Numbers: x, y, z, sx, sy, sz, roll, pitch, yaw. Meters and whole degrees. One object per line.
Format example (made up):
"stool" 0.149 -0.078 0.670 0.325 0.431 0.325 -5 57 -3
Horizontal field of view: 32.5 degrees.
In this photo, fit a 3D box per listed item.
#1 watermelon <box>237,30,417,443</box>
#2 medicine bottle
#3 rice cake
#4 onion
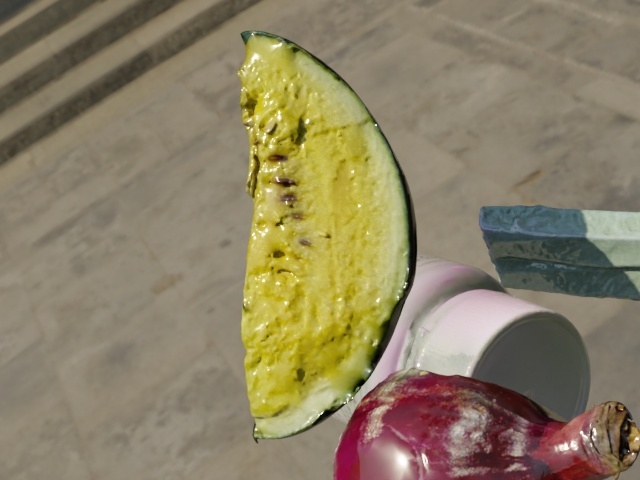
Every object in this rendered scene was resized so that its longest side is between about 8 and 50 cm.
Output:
"watermelon" 0.000 0.000 0.809 0.129 0.301 0.123 0 4 -13
"medicine bottle" 0.144 0.145 1.315 0.241 0.241 0.302 -41 30 -20
"rice cake" 0.246 0.012 0.910 0.226 0.085 0.040 4 44 19
"onion" 0.120 0.170 0.738 0.218 0.195 0.140 -22 30 43
